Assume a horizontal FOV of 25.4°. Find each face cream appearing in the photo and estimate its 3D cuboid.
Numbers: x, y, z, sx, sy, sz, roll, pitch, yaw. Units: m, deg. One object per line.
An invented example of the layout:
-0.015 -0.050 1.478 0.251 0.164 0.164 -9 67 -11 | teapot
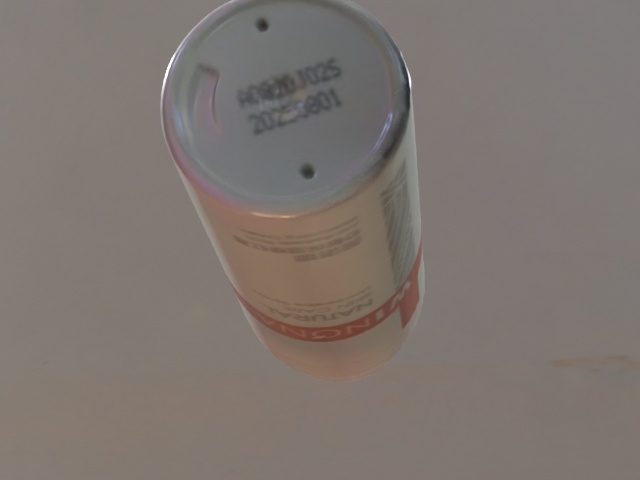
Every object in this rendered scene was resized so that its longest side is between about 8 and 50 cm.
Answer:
0.000 0.000 0.691 0.101 0.345 0.102 -2 -109 5 | face cream
